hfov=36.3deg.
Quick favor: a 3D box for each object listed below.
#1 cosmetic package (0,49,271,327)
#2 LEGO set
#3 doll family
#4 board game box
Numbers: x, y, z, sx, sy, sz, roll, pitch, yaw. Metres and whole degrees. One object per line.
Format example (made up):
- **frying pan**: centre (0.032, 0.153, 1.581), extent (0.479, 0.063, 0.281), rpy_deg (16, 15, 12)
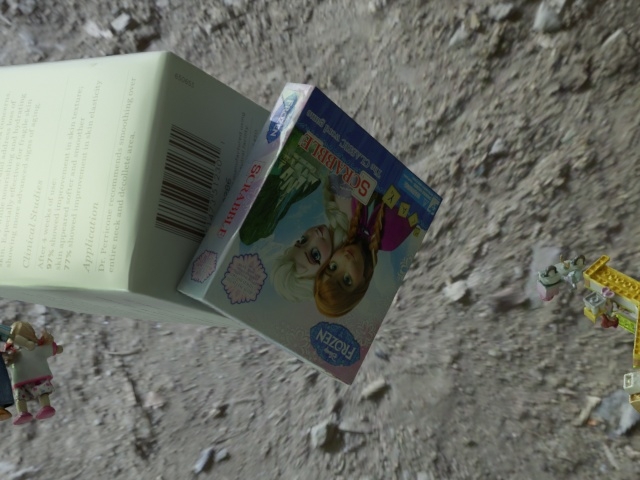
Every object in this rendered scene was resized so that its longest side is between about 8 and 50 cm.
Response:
- **cosmetic package**: centre (-0.298, -0.061, 1.444), extent (0.393, 0.327, 0.330), rpy_deg (2, 79, 31)
- **LEGO set**: centre (0.416, 0.132, 1.333), extent (0.132, 0.107, 0.287), rpy_deg (-21, 41, -5)
- **doll family**: centre (-0.457, 0.157, 1.223), extent (0.262, 0.118, 0.163), rpy_deg (-13, 68, -16)
- **board game box**: centre (0.000, 0.000, 1.360), extent (0.065, 0.318, 0.318), rpy_deg (17, 76, 48)
